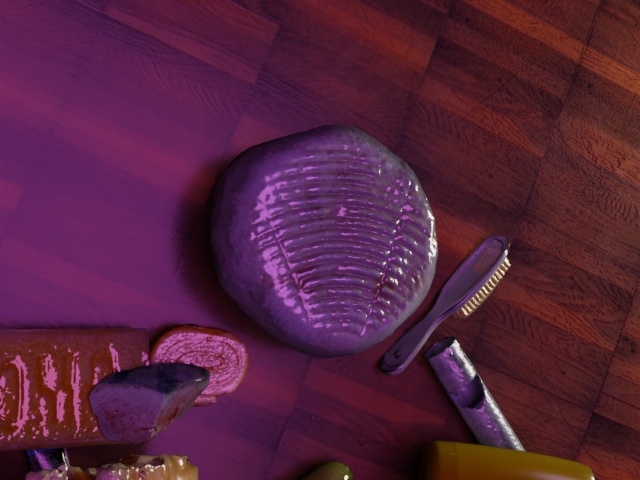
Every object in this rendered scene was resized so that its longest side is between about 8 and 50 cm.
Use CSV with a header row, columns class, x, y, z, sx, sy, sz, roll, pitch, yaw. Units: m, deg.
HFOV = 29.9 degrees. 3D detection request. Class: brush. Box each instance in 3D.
class,x,y,z,sx,sy,sz,roll,pitch,yaw
brush,0.208,0.115,1.915,0.297,0.068,0.060,-46,125,-11

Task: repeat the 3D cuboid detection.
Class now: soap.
class,x,y,z,sx,sy,sz,roll,pitch,yaw
soap,-0.376,0.207,1.660,0.274,0.089,0.173,1,82,-29

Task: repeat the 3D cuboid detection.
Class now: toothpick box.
class,x,y,z,sx,sy,sz,roll,pitch,yaw
toothpick box,0.287,0.403,1.830,0.271,0.175,0.175,5,86,0

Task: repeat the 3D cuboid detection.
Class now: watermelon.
class,x,y,z,sx,sy,sz,roll,pitch,yaw
watermelon,-0.224,0.220,1.668,0.180,0.081,0.094,-25,123,-24

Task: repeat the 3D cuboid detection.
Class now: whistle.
class,x,y,z,sx,sy,sz,roll,pitch,yaw
whistle,0.268,0.296,1.923,0.062,0.062,0.312,-35,100,-17

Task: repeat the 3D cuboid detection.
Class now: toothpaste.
class,x,y,z,sx,sy,sz,roll,pitch,yaw
toothpaste,-0.381,0.325,1.702,0.071,0.045,0.193,-14,88,-29

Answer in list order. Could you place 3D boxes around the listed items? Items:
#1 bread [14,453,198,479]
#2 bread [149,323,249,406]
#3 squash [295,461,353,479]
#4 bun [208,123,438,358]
class,x,y,z,sx,sy,sz,roll,pitch,yaw
bread,-0.328,0.468,1.518,0.250,0.361,0.394,1,89,23
bread,-0.185,0.184,1.762,0.149,0.073,0.122,10,90,-17
squash,-0.078,0.450,1.778,0.341,0.094,0.094,-39,101,-16
bun,0.000,0.006,1.766,0.354,0.194,0.354,2,85,-21
